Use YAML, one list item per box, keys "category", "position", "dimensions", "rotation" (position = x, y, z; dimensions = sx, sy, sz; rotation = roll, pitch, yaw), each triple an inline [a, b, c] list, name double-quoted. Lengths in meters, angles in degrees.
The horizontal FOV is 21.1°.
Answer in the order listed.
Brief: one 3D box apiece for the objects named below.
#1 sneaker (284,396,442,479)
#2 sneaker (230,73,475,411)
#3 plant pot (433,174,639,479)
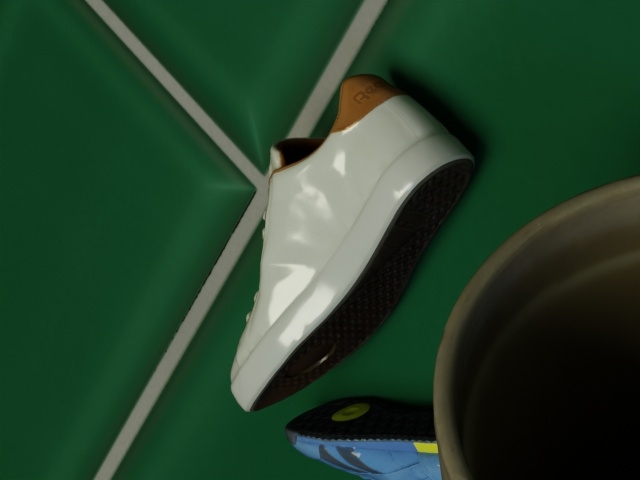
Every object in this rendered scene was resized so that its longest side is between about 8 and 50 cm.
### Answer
- category: "sneaker"
  position: [0.056, 0.167, 1.285]
  dimensions: [0.209, 0.069, 0.082]
  rotation: [0, 115, 44]
- category: "sneaker"
  position: [0.000, 0.000, 1.237]
  dimensions: [0.123, 0.106, 0.290]
  rotation: [50, 128, 22]
- category: "plant pot"
  position: [0.226, 0.165, 0.975]
  dimensions: [0.323, 0.323, 0.280]
  rotation: [32, 148, 29]
